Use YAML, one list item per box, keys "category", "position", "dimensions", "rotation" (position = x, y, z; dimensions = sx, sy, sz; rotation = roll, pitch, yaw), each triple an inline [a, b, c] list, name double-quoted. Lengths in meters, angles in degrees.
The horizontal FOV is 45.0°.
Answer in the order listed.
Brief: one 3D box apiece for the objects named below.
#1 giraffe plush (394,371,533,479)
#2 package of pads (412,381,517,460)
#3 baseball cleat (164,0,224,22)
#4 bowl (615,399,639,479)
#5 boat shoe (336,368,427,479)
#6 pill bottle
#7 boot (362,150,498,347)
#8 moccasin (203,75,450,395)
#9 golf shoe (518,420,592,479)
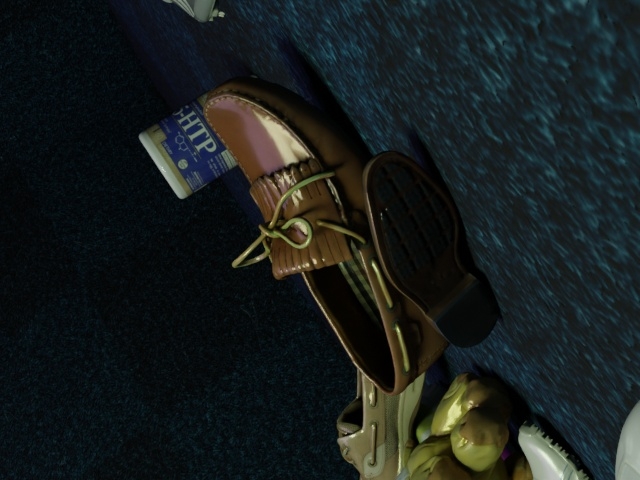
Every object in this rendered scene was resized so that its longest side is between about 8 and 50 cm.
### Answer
- category: "giraffe plush"
  position: [0.194, 0.280, 0.889]
  dimensions: [0.170, 0.210, 0.181]
  rotation: [33, -154, -1]
- category: "package of pads"
  position: [0.229, 0.343, 1.130]
  dimensions: [0.229, 0.101, 0.296]
  rotation: [58, 174, -3]
- category: "baseball cleat"
  position: [-0.164, -0.295, 0.888]
  dimensions: [0.109, 0.072, 0.206]
  rotation: [16, -174, -18]
- category: "bowl"
  position: [0.237, 0.169, 0.481]
  dimensions: [0.142, 0.053, 0.142]
  rotation: [53, 172, 36]
- category: "boat shoe"
  position: [0.076, 0.274, 1.135]
  dimensions: [0.121, 0.110, 0.341]
  rotation: [-108, 24, -72]
- category: "pill bottle"
  position: [-0.151, -0.153, 1.102]
  dimensions: [0.112, 0.187, 0.112]
  rotation: [55, 173, 10]
- category: "boot"
  position: [0.075, 0.000, 0.694]
  dimensions: [0.219, 0.082, 0.106]
  rotation: [58, 170, -33]
- category: "moccasin"
  position: [-0.002, 0.000, 0.820]
  dimensions: [0.139, 0.147, 0.380]
  rotation: [-8, 120, 49]
- category: "golf shoe"
  position: [0.242, 0.273, 0.787]
  dimensions: [0.176, 0.086, 0.069]
  rotation: [57, 175, 5]
